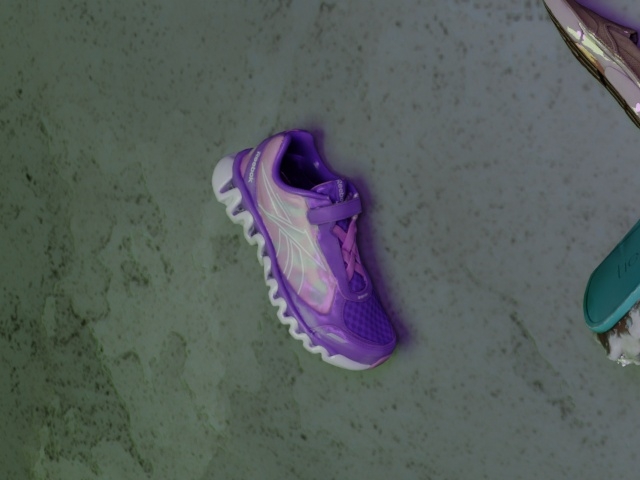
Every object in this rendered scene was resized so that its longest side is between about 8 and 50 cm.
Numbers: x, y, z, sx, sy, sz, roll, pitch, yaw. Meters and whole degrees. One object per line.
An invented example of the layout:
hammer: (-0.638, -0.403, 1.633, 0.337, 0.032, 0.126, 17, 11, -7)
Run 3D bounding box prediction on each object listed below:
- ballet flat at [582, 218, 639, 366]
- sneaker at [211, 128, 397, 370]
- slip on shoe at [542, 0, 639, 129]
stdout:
ballet flat: (0.314, -0.047, 0.932, 0.147, 0.147, 0.409, 52, 141, 18)
sneaker: (0.000, 0.000, 1.284, 0.104, 0.095, 0.236, -41, 73, 36)
slip on shoe: (0.210, -0.139, 1.061, 0.041, 0.051, 0.135, -37, 64, 5)
